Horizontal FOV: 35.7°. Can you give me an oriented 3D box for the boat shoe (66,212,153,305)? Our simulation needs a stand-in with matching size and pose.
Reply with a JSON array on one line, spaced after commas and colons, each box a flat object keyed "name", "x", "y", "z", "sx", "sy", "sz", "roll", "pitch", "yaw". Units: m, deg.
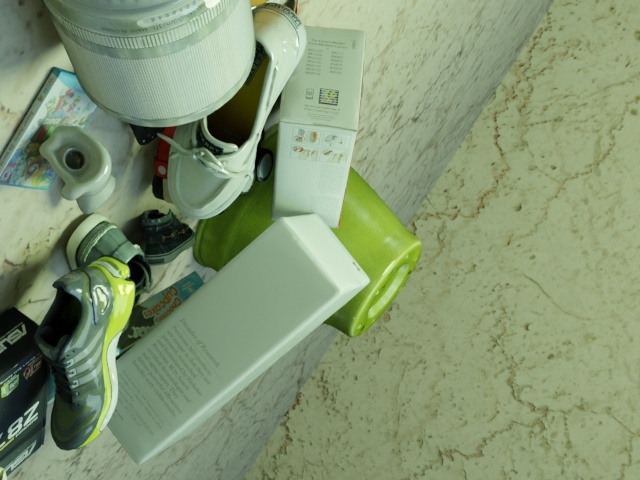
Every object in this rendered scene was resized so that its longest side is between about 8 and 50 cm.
[{"name": "boat shoe", "x": -0.330, "y": 0.064, "z": 1.622, "sx": 0.116, "sy": 0.099, "sz": 0.319, "roll": -52, "pitch": 167, "yaw": -20}]

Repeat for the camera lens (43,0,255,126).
[{"name": "camera lens", "x": -0.188, "y": -0.272, "z": 1.096, "sx": 0.219, "sy": 0.219, "sz": 0.274, "roll": -49, "pitch": 164, "yaw": -18}]

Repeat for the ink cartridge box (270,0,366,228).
[{"name": "ink cartridge box", "x": -0.004, "y": -0.217, "z": 1.711, "sx": 0.309, "sy": 0.130, "sz": 0.271, "roll": 100, "pitch": -4, "yaw": -61}]

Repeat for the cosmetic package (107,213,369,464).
[{"name": "cosmetic package", "x": -0.152, "y": 0.158, "z": 1.672, "sx": 0.453, "sy": 0.161, "sz": 0.230, "roll": -40, "pitch": 173, "yaw": 12}]

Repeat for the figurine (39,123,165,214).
[{"name": "figurine", "x": -0.279, "y": -0.134, "z": 1.352, "sx": 0.215, "sy": 0.092, "sz": 0.209, "roll": -53, "pitch": 177, "yaw": -10}]

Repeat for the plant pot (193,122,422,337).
[{"name": "plant pot", "x": 0.000, "y": 0.000, "z": 1.991, "sx": 0.366, "sy": 0.353, "sz": 0.366, "roll": -49, "pitch": 164, "yaw": -20}]

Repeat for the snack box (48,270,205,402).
[{"name": "snack box", "x": -0.353, "y": 0.174, "z": 1.717, "sx": 0.322, "sy": 0.060, "sz": 0.187, "roll": -33, "pitch": 178, "yaw": -45}]

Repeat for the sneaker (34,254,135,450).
[{"name": "sneaker", "x": -0.365, "y": 0.169, "z": 1.452, "sx": 0.121, "sy": 0.111, "sz": 0.299, "roll": -7, "pitch": 111, "yaw": -55}]

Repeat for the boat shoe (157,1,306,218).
[{"name": "boat shoe", "x": -0.140, "y": -0.148, "z": 1.376, "sx": 0.367, "sy": 0.136, "sz": 0.156, "roll": -55, "pitch": -179, "yaw": 36}]

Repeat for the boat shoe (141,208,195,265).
[{"name": "boat shoe", "x": -0.261, "y": -0.022, "z": 1.719, "sx": 0.183, "sy": 0.065, "sz": 0.083, "roll": -69, "pitch": 155, "yaw": -73}]

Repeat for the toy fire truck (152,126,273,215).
[{"name": "toy fire truck", "x": -0.153, "y": -0.187, "z": 1.583, "sx": 0.217, "sy": 0.159, "sz": 0.246, "roll": -43, "pitch": 142, "yaw": -52}]

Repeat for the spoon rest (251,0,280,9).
[{"name": "spoon rest", "x": -0.126, "y": -0.345, "z": 1.435, "sx": 0.137, "sy": 0.084, "sz": 0.276, "roll": -58, "pitch": 178, "yaw": 17}]

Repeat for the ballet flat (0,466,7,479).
[{"name": "ballet flat", "x": -0.500, "y": 0.366, "z": 1.482, "sx": 0.206, "sy": 0.073, "sz": 0.067, "roll": 88, "pitch": 24, "yaw": -73}]

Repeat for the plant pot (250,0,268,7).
[{"name": "plant pot", "x": -0.083, "y": -0.397, "z": 1.235, "sx": 0.205, "sy": 0.205, "sz": 0.188, "roll": -44, "pitch": 178, "yaw": -33}]

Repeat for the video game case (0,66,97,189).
[{"name": "video game case", "x": -0.349, "y": -0.141, "z": 1.289, "sx": 0.166, "sy": 0.015, "sz": 0.119, "roll": -57, "pitch": 164, "yaw": 9}]

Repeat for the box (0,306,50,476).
[{"name": "box", "x": -0.573, "y": 0.319, "z": 1.461, "sx": 0.395, "sy": 0.097, "sz": 0.318, "roll": -42, "pitch": 162, "yaw": -42}]
